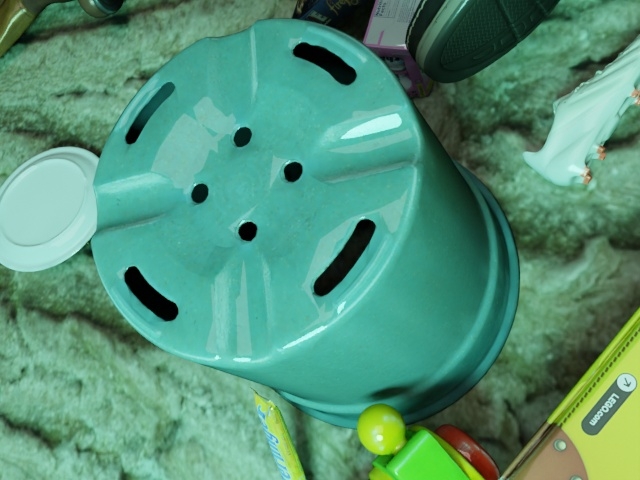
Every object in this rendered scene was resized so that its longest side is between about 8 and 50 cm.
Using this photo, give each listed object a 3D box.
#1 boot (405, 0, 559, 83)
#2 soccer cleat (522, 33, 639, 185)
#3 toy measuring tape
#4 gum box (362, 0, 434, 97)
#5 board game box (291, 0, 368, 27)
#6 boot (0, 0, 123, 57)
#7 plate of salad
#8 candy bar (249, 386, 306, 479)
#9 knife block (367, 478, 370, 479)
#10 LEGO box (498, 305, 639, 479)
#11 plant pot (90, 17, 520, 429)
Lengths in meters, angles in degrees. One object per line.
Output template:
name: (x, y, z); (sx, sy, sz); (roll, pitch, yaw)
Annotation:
boot: (0.148, -0.376, 0.602); (0.284, 0.138, 0.377); (45, 114, 29)
soccer cleat: (0.291, -0.149, 0.643); (0.076, 0.068, 0.196); (34, 91, 28)
toy measuring tape: (0.140, 0.270, 0.545); (0.121, 0.121, 0.330); (-40, 96, 6)
gum box: (0.113, -0.272, 0.721); (0.062, 0.107, 0.188); (13, 80, 24)
board game box: (0.043, -0.390, 0.764); (0.165, 0.042, 0.243); (-5, 67, 64)
boot: (-0.467, -0.369, 0.976); (0.280, 0.096, 0.264); (-37, 66, 8)
plate of salad: (-0.387, -0.045, 0.878); (0.199, 0.048, 0.200); (-6, 64, 12)
candy bar: (-0.037, 0.222, 0.631); (0.018, 0.161, 0.040); (-28, 23, -31)
knife block: (-0.036, 0.342, 0.611); (0.275, 0.088, 0.242); (2, 75, 22)
LEGO box: (0.438, 0.114, 0.439); (0.372, 0.193, 0.500); (40, 91, 26)
plant pot: (0.000, 0.000, 0.561); (0.341, 0.334, 0.341); (-5, 73, 18)
